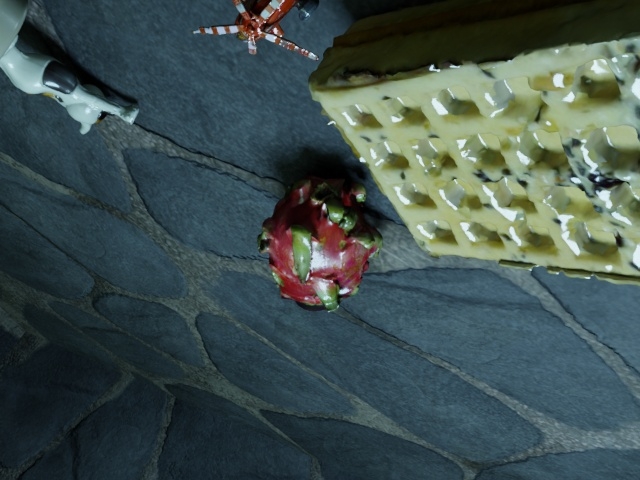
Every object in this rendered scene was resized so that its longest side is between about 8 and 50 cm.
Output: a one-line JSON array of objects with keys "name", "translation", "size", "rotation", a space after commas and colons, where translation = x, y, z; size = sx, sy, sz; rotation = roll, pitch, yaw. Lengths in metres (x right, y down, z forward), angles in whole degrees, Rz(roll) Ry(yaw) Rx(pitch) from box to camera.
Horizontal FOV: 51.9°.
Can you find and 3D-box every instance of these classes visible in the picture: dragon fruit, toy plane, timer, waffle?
[{"name": "dragon fruit", "translation": [0.000, 0.000, 0.861], "size": [0.172, 0.160, 0.166], "rotation": [81, 166, -49]}, {"name": "toy plane", "translation": [-0.033, -0.243, 0.606], "size": [0.126, 0.077, 0.194], "rotation": [29, 143, -3]}, {"name": "timer", "translation": [-0.394, -0.232, 0.897], "size": [0.175, 0.175, 0.266], "rotation": [1, 155, 41]}, {"name": "waffle", "translation": [0.186, -0.079, 0.550], "size": [0.376, 0.114, 0.261], "rotation": [9, 142, 50]}]
